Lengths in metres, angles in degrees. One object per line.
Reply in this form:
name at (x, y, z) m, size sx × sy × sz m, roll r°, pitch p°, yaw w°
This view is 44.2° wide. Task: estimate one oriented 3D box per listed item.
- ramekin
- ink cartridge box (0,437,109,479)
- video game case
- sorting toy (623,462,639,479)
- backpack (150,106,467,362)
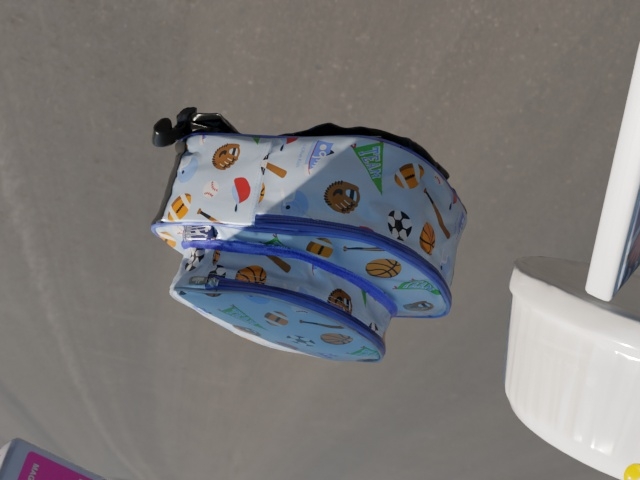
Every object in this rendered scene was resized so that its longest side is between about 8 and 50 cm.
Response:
ramekin at (0.282, 0.113, 0.669) m, size 0.272 × 0.127 × 0.273 m, roll 13°, pitch -170°, yaw -2°
ink cartridge box at (-0.157, 0.269, 0.619) m, size 0.311 × 0.065 × 0.185 m, roll 35°, pitch 129°, yaw -29°
video game case at (0.251, -0.081, 0.548) m, size 0.023 × 0.183 × 0.201 m, roll 28°, pitch 140°, yaw 32°
sorting toy at (0.201, 0.152, 0.448) m, size 0.045 × 0.083 × 0.075 m, roll 18°, pitch -169°, yaw 37°
backpack at (0.000, 0.000, 0.757) m, size 0.263 × 0.213 × 0.276 m, roll -6°, pitch 158°, yaw 31°
